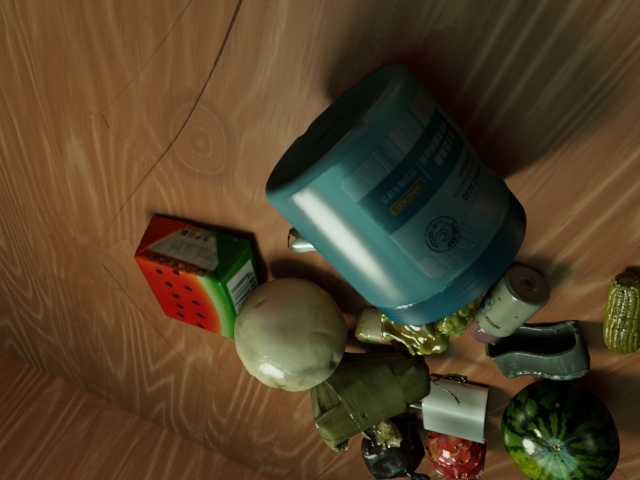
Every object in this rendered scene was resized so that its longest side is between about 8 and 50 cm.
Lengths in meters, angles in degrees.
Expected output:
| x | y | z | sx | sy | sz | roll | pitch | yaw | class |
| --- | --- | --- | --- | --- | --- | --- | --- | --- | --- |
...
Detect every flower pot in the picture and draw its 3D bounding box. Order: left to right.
| x | y | z | sx | sy | sz | roll | pitch | yaw | class |
| --- | --- | --- | --- | --- | --- | --- | --- | --- | --- |
| 0.538 | 0.278 | 1.266 | 0.229 | 0.103 | 0.108 | -14 | 128 | 38 | flower pot |

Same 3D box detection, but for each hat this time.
| x | y | z | sx | sy | sz | roll | pitch | yaw | class |
| --- | --- | --- | --- | --- | --- | --- | --- | --- | --- |
| 0.314 | 0.755 | 1.829 | 0.209 | 0.238 | 0.336 | -9 | 144 | 32 | hat |

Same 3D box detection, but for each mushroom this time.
| x | y | z | sx | sy | sz | roll | pitch | yaw | class |
| --- | --- | --- | --- | --- | --- | --- | --- | --- | --- |
| -0.076 | 0.238 | 1.435 | 0.315 | 0.356 | 0.315 | 2 | 118 | 5 | mushroom |

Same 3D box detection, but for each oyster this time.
| x | y | z | sx | sy | sz | roll | pitch | yaw | class |
| --- | --- | --- | --- | --- | --- | --- | --- | --- | --- |
| 0.126 | 0.595 | 1.723 | 0.271 | 0.100 | 0.275 | 24 | 177 | -17 | oyster |

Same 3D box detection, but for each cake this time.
| x | y | z | sx | sy | sz | roll | pitch | yaw | class |
| --- | --- | --- | --- | --- | --- | --- | --- | --- | --- |
| 0.171 | 0.298 | 1.501 | 0.110 | 0.090 | 0.225 | 3 | 137 | 20 | cake |

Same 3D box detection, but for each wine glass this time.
| x | y | z | sx | sy | sz | roll | pitch | yaw | class |
| --- | --- | --- | --- | --- | --- | --- | --- | --- | --- |
| 0.000 | 0.000 | 1.277 | 0.156 | 0.072 | 0.072 | 4 | 136 | 24 | wine glass |

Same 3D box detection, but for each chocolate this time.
| x | y | z | sx | sy | sz | roll | pitch | yaw | class |
| --- | --- | --- | --- | --- | --- | --- | --- | --- | --- |
| -0.350 | 0.128 | 1.532 | 0.342 | 0.161 | 0.360 | 14 | 140 | 19 | chocolate |

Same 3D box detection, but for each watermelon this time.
| x | y | z | sx | sy | sz | roll | pitch | yaw | class |
| --- | --- | --- | --- | --- | --- | --- | --- | --- | --- |
| 0.624 | 0.511 | 1.337 | 0.285 | 0.285 | 0.285 | 15 | 140 | 13 | watermelon |

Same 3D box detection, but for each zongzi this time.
| x | y | z | sx | sy | sz | roll | pitch | yaw | class |
| --- | --- | --- | --- | --- | --- | --- | --- | --- | --- |
| 0.156 | 0.365 | 1.508 | 0.447 | 0.418 | 0.181 | -22 | 122 | -7 | zongzi |

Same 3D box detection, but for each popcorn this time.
| x | y | z | sx | sy | sz | roll | pitch | yaw | class |
| --- | --- | --- | --- | --- | --- | --- | --- | --- | --- |
| 0.250 | 0.131 | 1.162 | 0.224 | 0.270 | 0.257 | 14 | 95 | 10 | popcorn |

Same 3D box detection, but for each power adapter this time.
| x | y | z | sx | sy | sz | roll | pitch | yaw | class |
| --- | --- | --- | --- | --- | --- | --- | --- | --- | --- |
| 0.396 | 0.523 | 1.603 | 0.255 | 0.124 | 0.187 | 7 | 136 | 23 | power adapter |

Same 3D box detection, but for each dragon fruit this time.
| x | y | z | sx | sy | sz | roll | pitch | yaw | class |
| --- | --- | --- | --- | --- | --- | --- | --- | --- | --- |
| 0.461 | 0.710 | 1.718 | 0.210 | 0.205 | 0.268 | 50 | 176 | 27 | dragon fruit |

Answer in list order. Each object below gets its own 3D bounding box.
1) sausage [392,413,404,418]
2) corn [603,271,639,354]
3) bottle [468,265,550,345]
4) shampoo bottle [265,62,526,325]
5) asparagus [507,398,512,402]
| x | y | z | sx | sy | sz | roll | pitch | yaw | class |
| --- | --- | --- | --- | --- | --- | --- | --- | --- | --- |
| 0.204 | 0.486 | 1.685 | 0.102 | 0.102 | 0.330 | -1 | 135 | 29 | sausage |
| 0.653 | 0.161 | 1.093 | 0.080 | 0.080 | 0.231 | 0 | 135 | 29 | corn |
| 0.428 | 0.163 | 1.192 | 0.110 | 0.110 | 0.233 | 24 | 142 | 3 | bottle |
| 0.126 | -0.081 | 0.912 | 0.343 | 0.331 | 0.331 | 44 | 138 | -19 | shampoo bottle |
| 0.622 | 0.492 | 1.528 | 0.114 | 0.015 | 0.014 | 8 | 172 | 24 | asparagus |
